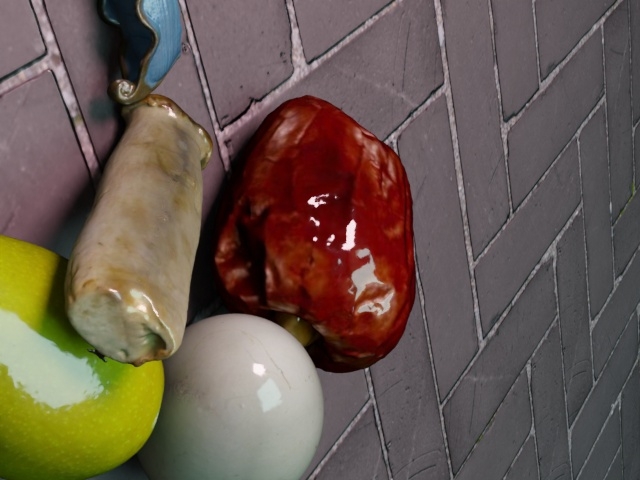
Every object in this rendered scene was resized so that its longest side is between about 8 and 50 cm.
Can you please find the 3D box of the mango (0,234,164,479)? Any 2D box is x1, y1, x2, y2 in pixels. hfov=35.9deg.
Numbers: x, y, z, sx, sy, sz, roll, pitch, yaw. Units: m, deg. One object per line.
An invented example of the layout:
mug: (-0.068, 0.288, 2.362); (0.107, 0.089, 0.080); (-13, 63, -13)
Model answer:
mango: (-0.243, 0.088, 0.762); (0.293, 0.143, 0.175); (36, 70, -43)

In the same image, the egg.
egg: (-0.087, 0.163, 0.939); (0.182, 0.183, 0.264); (-59, 177, -29)

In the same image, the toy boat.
toy boat: (-0.172, -0.211, 0.847); (0.077, 0.075, 0.185); (-29, 122, -30)

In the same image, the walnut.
walnut: (0.000, 0.000, 1.063); (0.244, 0.222, 0.269); (104, 1, -68)

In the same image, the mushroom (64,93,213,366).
mushroom: (-0.146, -0.020, 0.820); (0.100, 0.081, 0.312); (35, 28, -23)
